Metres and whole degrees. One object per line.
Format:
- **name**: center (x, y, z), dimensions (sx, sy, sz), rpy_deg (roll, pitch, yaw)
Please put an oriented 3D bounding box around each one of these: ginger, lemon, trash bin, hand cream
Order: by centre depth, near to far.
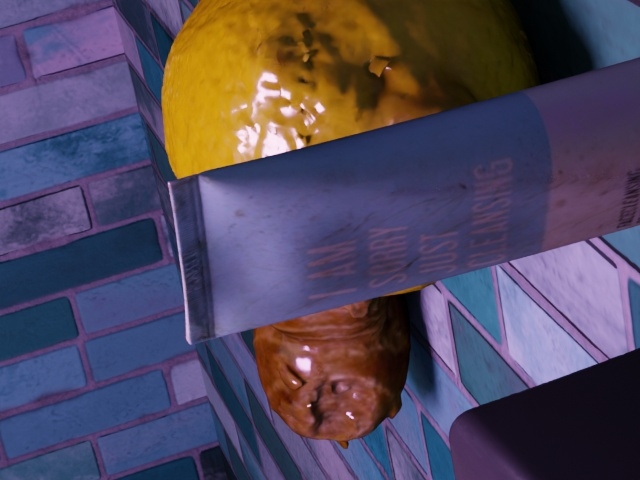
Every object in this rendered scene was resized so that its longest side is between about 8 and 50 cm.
- **hand cream**: center (0.089, -0.029, 0.784), dimensions (0.111, 0.312, 0.070), rpy_deg (87, 161, -53)
- **trash bin**: center (0.190, 0.158, 0.962), dimensions (0.225, 0.165, 0.115), rpy_deg (-136, 31, -63)
- **lemon**: center (0.022, -0.083, 1.203), dimensions (0.320, 0.245, 0.245), rpy_deg (-164, 58, -70)
- **ginger**: center (0.000, -0.007, 1.686), dimensions (0.274, 0.152, 0.358), rpy_deg (-89, -8, -55)
